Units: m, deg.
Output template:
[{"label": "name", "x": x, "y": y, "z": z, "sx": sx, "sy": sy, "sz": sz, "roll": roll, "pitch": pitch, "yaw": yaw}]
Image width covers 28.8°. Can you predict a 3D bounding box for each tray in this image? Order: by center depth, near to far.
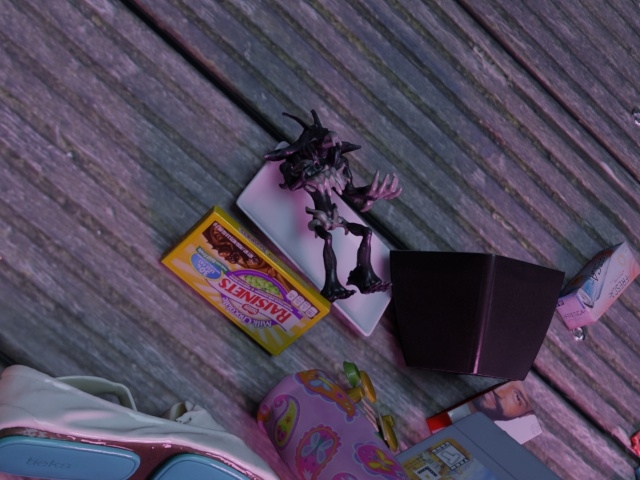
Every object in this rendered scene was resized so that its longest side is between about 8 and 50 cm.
[{"label": "tray", "x": 0.000, "y": 0.000, "z": 1.754, "sx": 0.270, "sy": 0.030, "sz": 0.145, "roll": 46, "pitch": 51, "yaw": -15}]

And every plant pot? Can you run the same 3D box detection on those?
[{"label": "plant pot", "x": 0.215, "y": 0.109, "z": 1.776, "sx": 0.188, "sy": 0.187, "sz": 0.167, "roll": 14, "pitch": 80, "yaw": -45}]

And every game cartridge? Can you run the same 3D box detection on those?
[{"label": "game cartridge", "x": 0.167, "y": 0.347, "z": 1.622, "sx": 0.297, "sy": 0.198, "sz": 0.062, "roll": -24, "pitch": 129, "yaw": -29}]

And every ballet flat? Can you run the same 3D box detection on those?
[{"label": "ballet flat", "x": -0.202, "y": 0.232, "z": 1.447, "sx": 0.400, "sy": 0.139, "sz": 0.139, "roll": 22, "pitch": 60, "yaw": -30}]

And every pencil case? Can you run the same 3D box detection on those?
[{"label": "pencil case", "x": 0.036, "y": 0.287, "z": 1.530, "sx": 0.124, "sy": 0.124, "sz": 0.284, "roll": -7, "pitch": 43, "yaw": -40}]

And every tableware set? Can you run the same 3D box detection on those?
[{"label": "tableware set", "x": 0.067, "y": 0.227, "z": 1.669, "sx": 0.154, "sy": 0.024, "sz": 0.104, "roll": 52, "pitch": 18, "yaw": -51}]

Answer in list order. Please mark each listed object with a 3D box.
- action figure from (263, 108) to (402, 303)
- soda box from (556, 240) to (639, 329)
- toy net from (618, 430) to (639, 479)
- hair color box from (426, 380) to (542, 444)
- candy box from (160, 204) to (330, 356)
[{"label": "action figure", "x": 0.026, "y": -0.060, "z": 1.687, "sx": 0.164, "sy": 0.141, "sz": 0.276, "roll": -9, "pitch": 81, "yaw": -38}, {"label": "soda box", "x": 0.463, "y": 0.074, "z": 2.076, "sx": 0.183, "sy": 0.058, "sz": 0.063, "roll": -38, "pitch": 98, "yaw": -42}, {"label": "toy net", "x": 0.528, "y": 0.382, "z": 2.012, "sx": 0.232, "sy": 0.045, "sz": 0.122, "roll": -27, "pitch": 91, "yaw": -42}, {"label": "hair color box", "x": 0.241, "y": 0.271, "z": 1.822, "sx": 0.167, "sy": 0.053, "sz": 0.093, "roll": -19, "pitch": 84, "yaw": -43}, {"label": "candy box", "x": -0.095, "y": 0.055, "z": 1.608, "sx": 0.206, "sy": 0.105, "sz": 0.027, "roll": 41, "pitch": 24, "yaw": -18}]
